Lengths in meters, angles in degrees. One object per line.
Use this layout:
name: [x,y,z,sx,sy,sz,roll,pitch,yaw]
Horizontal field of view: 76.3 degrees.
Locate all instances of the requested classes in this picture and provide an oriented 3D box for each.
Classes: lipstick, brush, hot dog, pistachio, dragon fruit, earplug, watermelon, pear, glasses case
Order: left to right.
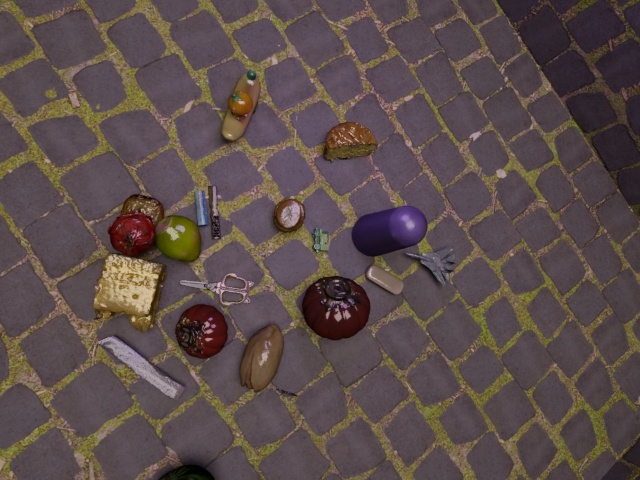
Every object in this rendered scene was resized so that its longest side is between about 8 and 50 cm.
dragon fruit: [-0.732,-0.028,1.584,0.173,0.209,0.172,-3,125,-5]
hot dog: [-0.769,-0.061,1.729,0.175,0.114,0.258,16,84,-16]
pear: [-0.594,-0.003,1.731,0.220,0.188,0.187,45,72,-41]
watermelon: [-0.531,1.026,1.562,0.285,0.285,0.284,2,83,-13]
lipstick: [-0.534,-0.144,1.826,0.048,0.048,0.157,-7,84,-14]
brush: [-0.480,-0.130,1.844,0.043,0.036,0.247,-3,84,-18]
pistachio: [-0.248,0.503,1.759,0.162,0.181,0.292,10,75,26]
glasses case: [0.311,0.191,1.986,0.196,0.050,0.083,32,79,-8]
earplug: [0.316,-0.045,1.810,0.215,0.456,0.215,1,85,-16]

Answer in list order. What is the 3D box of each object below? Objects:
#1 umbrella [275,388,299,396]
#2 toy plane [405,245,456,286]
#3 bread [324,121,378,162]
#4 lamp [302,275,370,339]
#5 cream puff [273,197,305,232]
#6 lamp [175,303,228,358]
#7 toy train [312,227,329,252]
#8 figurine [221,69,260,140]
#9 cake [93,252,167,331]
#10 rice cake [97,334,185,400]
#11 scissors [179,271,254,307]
umbrella: [-0.149,0.685,1.831,0.122,0.022,0.013,26,52,-20]
toy plane: [0.541,0.104,2.040,0.268,0.088,0.212,15,78,-3]
bread: [0.136,-0.487,1.981,0.261,0.160,0.147,-11,78,-11]
lamp: [0.069,0.295,1.804,0.304,0.256,0.303,2,43,-2]
cream puff: [-0.141,-0.114,1.882,0.165,0.115,0.150,-42,87,-6]
lamp: [-0.493,0.377,1.685,0.227,0.227,0.226,2,83,-13]
toy train: [0.000,0.000,1.937,0.081,0.050,0.122,3,82,-18]
figurine: [-0.359,-0.601,1.837,0.124,0.222,0.324,21,78,-13]
cake: [-0.759,0.211,1.637,0.228,0.222,0.285,14,81,-10]
rice cake: [-0.735,0.522,1.686,0.399,0.064,0.070,40,66,-6]
scissors: [-0.461,0.208,1.812,0.318,0.024,0.160,11,82,-12]
